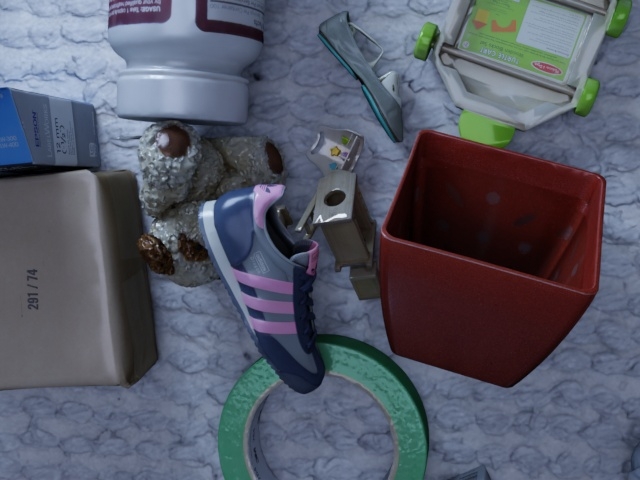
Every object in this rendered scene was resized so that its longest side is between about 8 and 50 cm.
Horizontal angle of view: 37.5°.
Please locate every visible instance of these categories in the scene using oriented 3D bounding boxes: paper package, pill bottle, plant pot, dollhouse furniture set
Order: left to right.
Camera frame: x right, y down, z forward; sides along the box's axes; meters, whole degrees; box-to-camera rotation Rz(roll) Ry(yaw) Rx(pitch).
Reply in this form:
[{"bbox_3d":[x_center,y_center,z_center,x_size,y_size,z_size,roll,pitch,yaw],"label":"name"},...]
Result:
[{"bbox_3d":[-0.431,0.061,1.454,0.309,0.168,0.325,-5,95,10],"label":"paper package"},{"bbox_3d":[-0.188,-0.366,1.344,0.224,0.224,0.392,4,94,9],"label":"pill bottle"},{"bbox_3d":[0.000,0.000,1.418,0.160,0.101,0.182,-7,137,17],"label":"dollhouse furniture set"},{"bbox_3d":[0.219,0.041,1.289,0.267,0.267,0.236,15,130,8],"label":"plant pot"}]

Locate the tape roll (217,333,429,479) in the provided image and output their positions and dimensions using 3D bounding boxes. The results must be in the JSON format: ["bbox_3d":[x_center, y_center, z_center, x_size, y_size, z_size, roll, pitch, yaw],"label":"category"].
[{"bbox_3d":[0.006,0.308,1.447,0.321,0.077,0.321,1,94,10],"label":"tape roll"}]

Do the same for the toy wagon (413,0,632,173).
[{"bbox_3d":[0.273,-0.265,1.359,0.267,0.068,0.345,21,99,7],"label":"toy wagon"}]

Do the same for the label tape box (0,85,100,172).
[{"bbox_3d":[-0.503,-0.148,1.355,0.249,0.347,0.115,-4,94,10],"label":"label tape box"}]

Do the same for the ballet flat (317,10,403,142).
[{"bbox_3d":[0.077,-0.246,1.392,0.068,0.072,0.213,-35,88,4],"label":"ballet flat"}]

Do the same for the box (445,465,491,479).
[{"bbox_3d":[0.217,0.406,1.407,0.102,0.101,0.087,-27,90,12],"label":"box"}]

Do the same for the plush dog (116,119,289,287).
[{"bbox_3d":[-0.195,-0.043,1.399,0.210,0.262,0.226,-6,83,43],"label":"plush dog"}]

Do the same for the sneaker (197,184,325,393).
[{"bbox_3d":[-0.046,0.069,1.308,0.131,0.112,0.319,-22,111,16],"label":"sneaker"}]

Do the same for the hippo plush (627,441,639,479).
[{"bbox_3d":[0.537,0.364,1.283,0.236,0.234,0.294,11,116,20],"label":"hippo plush"}]

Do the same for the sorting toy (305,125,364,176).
[{"bbox_3d":[0.019,-0.136,1.427,0.075,0.045,0.083,29,99,13],"label":"sorting toy"}]
